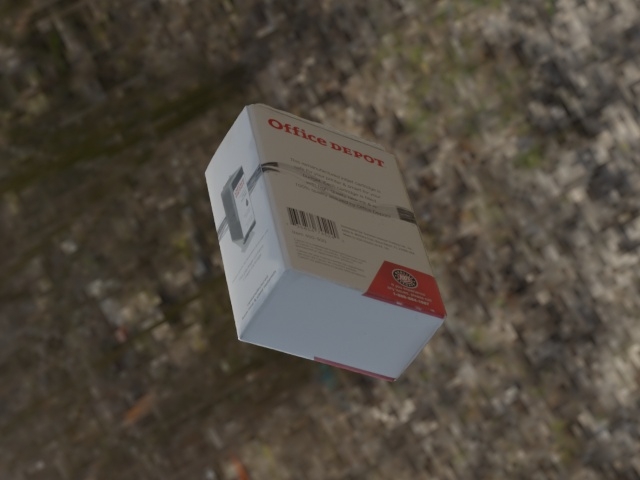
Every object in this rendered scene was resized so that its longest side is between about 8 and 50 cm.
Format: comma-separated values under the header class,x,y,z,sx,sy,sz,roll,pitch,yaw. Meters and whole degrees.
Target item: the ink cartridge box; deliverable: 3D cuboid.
class,x,y,z,sx,sy,sz,roll,pitch,yaw
ink cartridge box,0.000,0.000,0.939,0.056,0.099,0.135,-55,31,31
